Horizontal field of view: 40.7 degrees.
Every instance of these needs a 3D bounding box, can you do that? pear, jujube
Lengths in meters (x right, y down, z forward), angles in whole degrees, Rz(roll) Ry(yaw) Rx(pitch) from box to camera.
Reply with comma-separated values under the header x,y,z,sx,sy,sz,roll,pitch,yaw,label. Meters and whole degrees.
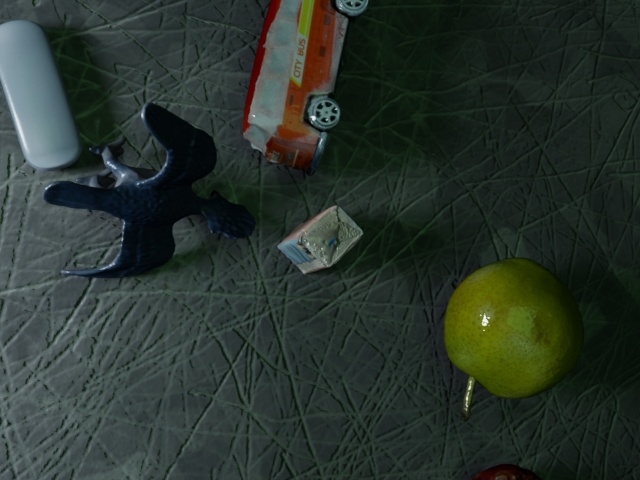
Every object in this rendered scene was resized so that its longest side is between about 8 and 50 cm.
x,y,z,sx,sy,sz,roll,pitch,yaw,label
0.228,0.129,1.100,0.180,0.166,0.216,38,93,-23,pear
0.267,0.343,1.103,0.165,0.104,0.104,21,75,-20,jujube

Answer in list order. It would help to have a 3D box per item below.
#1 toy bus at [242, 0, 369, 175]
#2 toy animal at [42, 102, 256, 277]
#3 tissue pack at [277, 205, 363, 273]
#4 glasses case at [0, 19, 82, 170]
x,y,z,sx,sy,sz,roll,pitch,yaw,label
-0.023,-0.220,1.084,0.119,0.121,0.265,14,78,-8,toy bus
-0.188,-0.050,0.976,0.176,0.239,0.255,34,25,16,toy animal
0.000,0.000,1.063,0.074,0.094,0.059,-42,97,-19,tissue pack
-0.330,-0.168,1.000,0.067,0.045,0.179,-18,88,-21,glasses case
